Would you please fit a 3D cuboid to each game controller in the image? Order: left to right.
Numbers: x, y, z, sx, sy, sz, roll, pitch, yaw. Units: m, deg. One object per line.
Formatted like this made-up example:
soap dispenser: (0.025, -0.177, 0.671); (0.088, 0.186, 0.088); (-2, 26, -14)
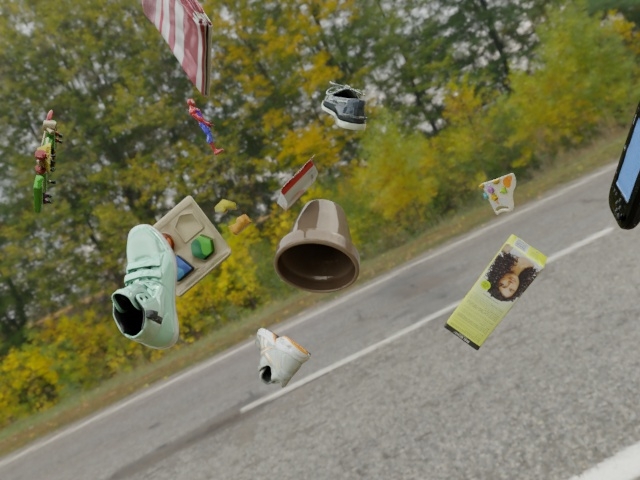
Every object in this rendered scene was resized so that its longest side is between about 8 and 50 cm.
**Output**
game controller: (0.745, -0.187, 1.552); (0.067, 0.319, 0.166); (1, 34, -4)

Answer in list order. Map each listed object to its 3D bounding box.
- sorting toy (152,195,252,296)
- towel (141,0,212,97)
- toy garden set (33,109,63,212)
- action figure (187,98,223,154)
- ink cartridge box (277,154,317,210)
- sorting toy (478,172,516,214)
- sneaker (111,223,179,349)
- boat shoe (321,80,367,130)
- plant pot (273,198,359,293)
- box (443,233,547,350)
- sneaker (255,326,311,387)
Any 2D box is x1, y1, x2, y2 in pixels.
sorting toy: (-0.361, -0.014, 1.916); (0.307, 0.229, 0.041); (-40, -13, 7)
towel: (-0.350, -0.532, 1.591); (0.037, 0.329, 0.237); (-25, -24, -23)
toy garden set: (-0.718, -0.227, 1.769); (0.049, 0.244, 0.204); (7, -36, -17)
action figure: (-0.222, -0.220, 1.272); (0.030, 0.115, 0.038); (-32, 8, 3)
ink cartridge box: (-0.062, -0.176, 2.037); (0.145, 0.045, 0.179); (-47, 0, -16)
sorting toy: (0.381, -0.094, 1.415); (0.044, 0.075, 0.083); (-21, 1, -32)
sneaker: (-0.338, 0.073, 1.255); (0.094, 0.256, 0.151); (-17, -17, 8)
boat shoe: (0.058, -0.327, 1.578); (0.095, 0.079, 0.254); (8, 22, -9)
plant pot: (0.000, 0.000, 2.068); (0.263, 0.263, 0.229); (-22, 42, 32)
box: (0.341, 0.105, 1.303); (0.058, 0.087, 0.232); (-38, -21, -56)
sneaker: (-0.126, 0.298, 1.671); (0.121, 0.099, 0.262); (-56, 17, -14)
